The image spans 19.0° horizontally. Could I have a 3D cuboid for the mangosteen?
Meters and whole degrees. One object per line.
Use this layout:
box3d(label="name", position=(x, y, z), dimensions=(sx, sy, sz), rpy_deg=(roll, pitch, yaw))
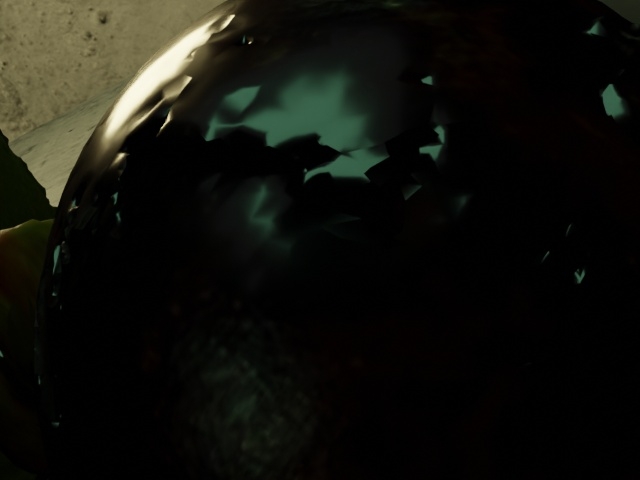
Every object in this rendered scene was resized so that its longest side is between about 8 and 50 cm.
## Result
box3d(label="mangosteen", position=(0.033, 0.058, 0.893), dimensions=(0.421, 0.381, 0.381), rpy_deg=(-21, 17, 46))

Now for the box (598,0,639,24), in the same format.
box3d(label="box", position=(0.184, -0.071, 1.159), dimensions=(0.312, 0.314, 0.300), rpy_deg=(-22, 19, 27))

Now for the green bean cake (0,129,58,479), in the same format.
box3d(label="green bean cake", position=(-0.328, 0.078, 1.615), dimensions=(0.218, 0.319, 0.335), rpy_deg=(-26, 15, 19))
